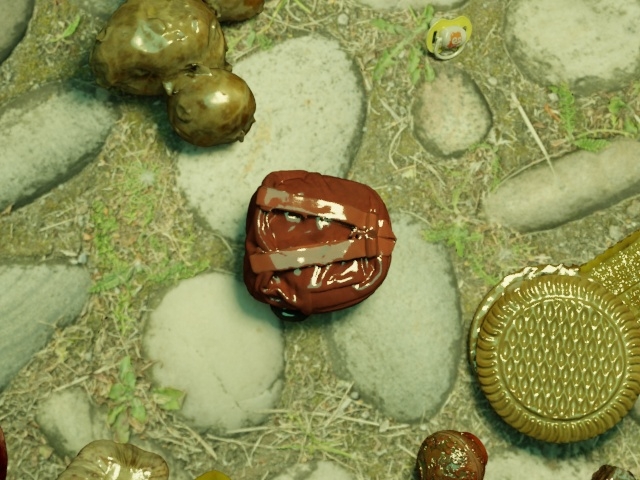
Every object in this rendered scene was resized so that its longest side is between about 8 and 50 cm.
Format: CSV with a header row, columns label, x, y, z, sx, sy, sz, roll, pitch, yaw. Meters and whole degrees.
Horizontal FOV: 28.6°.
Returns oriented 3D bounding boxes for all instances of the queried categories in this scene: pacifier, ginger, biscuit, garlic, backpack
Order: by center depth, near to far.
label,x,y,z,sx,sy,sz,roll,pitch,yaw
garlic,-0.280,0.341,1.692,0.159,0.102,0.147,-14,74,-32
backpack,0.000,0.001,1.780,0.229,0.139,0.229,1,76,-2
biscuit,0.335,0.159,1.789,0.259,0.079,0.259,0,84,3
ginger,-0.197,-0.330,1.840,0.256,0.176,0.375,13,73,-20
biscuit,0.487,0.072,1.862,0.254,0.029,0.172,-31,81,-11
pacifier,0.190,-0.317,1.929,0.083,0.068,0.064,-14,42,-25

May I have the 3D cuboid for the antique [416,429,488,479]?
label,x,y,z,sx,sy,sz,roll,pitch,yaw
antique,0.179,0.311,1.739,0.104,0.104,0.104,1,76,-5

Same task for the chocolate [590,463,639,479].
label,x,y,z,sx,sy,sz,roll,pitch,yaw
chocolate,0.487,0.454,1.729,0.321,0.112,0.112,42,84,6

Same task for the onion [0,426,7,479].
label,x,y,z,sx,sy,sz,roll,pitch,yaw
onion,-0.535,0.309,1.595,0.273,0.285,0.273,-6,112,-14

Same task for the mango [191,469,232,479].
label,x,y,z,sx,sy,sz,roll,pitch,yaw
mango,-0.194,0.472,1.636,0.331,0.142,0.195,-48,120,-19
